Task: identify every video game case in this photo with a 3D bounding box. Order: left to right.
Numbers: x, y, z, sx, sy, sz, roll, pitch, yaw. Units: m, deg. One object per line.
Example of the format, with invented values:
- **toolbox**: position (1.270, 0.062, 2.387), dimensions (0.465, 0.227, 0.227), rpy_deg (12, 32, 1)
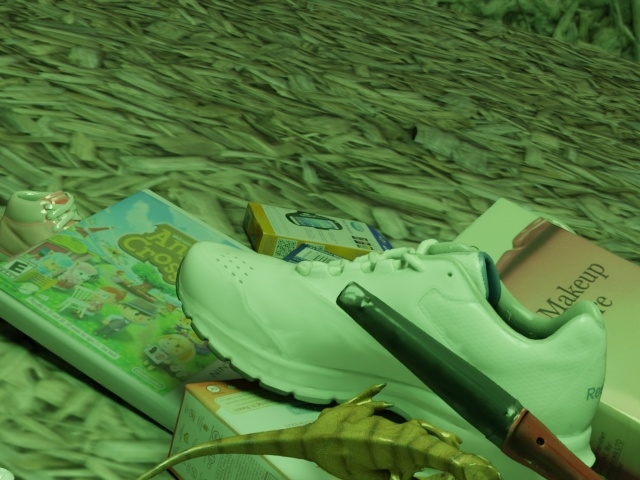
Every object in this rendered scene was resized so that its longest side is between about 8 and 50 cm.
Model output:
- **video game case**: position (-0.116, 0.046, 1.159), dimensions (0.212, 0.023, 0.193), rpy_deg (30, 37, 24)

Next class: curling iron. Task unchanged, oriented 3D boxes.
- **curling iron**: position (0.114, 0.121, 0.911), dimensions (0.274, 0.035, 0.068), rpy_deg (46, 41, 1)

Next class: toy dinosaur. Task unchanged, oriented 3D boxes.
- **toy dinosaur**: position (0.008, 0.113, 0.877), dimensions (0.211, 0.064, 0.112), rpy_deg (-1, -4, 20)

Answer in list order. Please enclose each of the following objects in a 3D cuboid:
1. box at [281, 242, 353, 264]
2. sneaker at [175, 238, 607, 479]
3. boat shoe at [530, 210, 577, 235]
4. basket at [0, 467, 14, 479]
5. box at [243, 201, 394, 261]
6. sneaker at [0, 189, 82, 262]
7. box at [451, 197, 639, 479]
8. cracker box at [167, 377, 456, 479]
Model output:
- **box**: position (0.003, 0.066, 1.266), dimensions (0.136, 0.036, 0.225), rpy_deg (20, 20, 15)
- **sneaker**: position (0.049, 0.050, 1.003), dimensions (0.297, 0.129, 0.111), rpy_deg (19, 20, 13)
- **boat shoe**: position (0.139, 0.069, 1.284), dimensions (0.095, 0.079, 0.254), rpy_deg (29, 42, 5)
- **basket**: position (-0.216, 0.172, 0.702), dimensions (0.113, 0.103, 0.167), rpy_deg (15, 20, -3)
- **box**: position (0.000, 0.000, 1.467), dimensions (0.136, 0.028, 0.081), rpy_deg (12, 19, -17)
- **sneaker**: position (-0.201, 0.002, 1.240), dimensions (0.134, 0.070, 0.051), rpy_deg (24, 19, 20)
- **box**: position (0.178, 0.096, 1.098), dimensions (0.232, 0.127, 0.148), rpy_deg (28, 45, 23)
- **cracker box**: position (0.032, 0.163, 0.972), dimensions (0.155, 0.067, 0.232), rpy_deg (-2, 27, -40)
